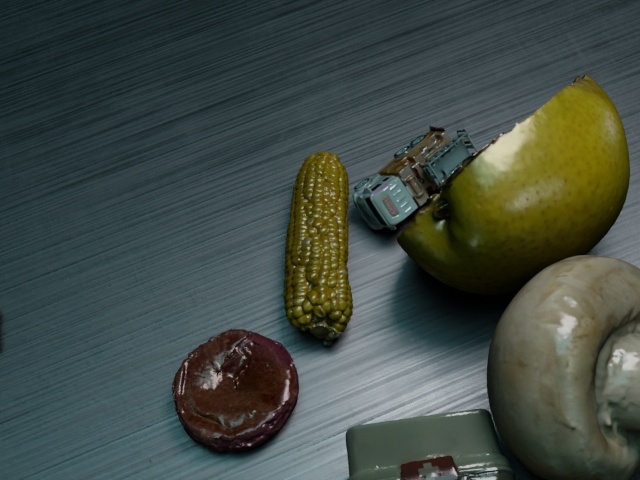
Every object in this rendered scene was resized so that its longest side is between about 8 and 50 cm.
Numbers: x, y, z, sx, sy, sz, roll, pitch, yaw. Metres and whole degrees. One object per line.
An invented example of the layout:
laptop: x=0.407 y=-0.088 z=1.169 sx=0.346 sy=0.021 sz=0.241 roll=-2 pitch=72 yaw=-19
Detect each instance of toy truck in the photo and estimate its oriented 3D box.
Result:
toy truck: x=0.142 y=-0.091 z=1.426 sx=0.177 sy=0.115 sz=0.080 roll=-40 pitch=107 yaw=-14

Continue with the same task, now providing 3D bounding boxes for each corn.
corn: x=-0.005 y=0.000 z=1.410 sx=0.101 sy=0.102 sz=0.313 roll=-4 pitch=55 yaw=3

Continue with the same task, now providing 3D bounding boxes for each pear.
pear: x=0.290 y=-0.050 z=1.303 sx=0.191 sy=0.340 sz=0.386 roll=50 pitch=46 yaw=6

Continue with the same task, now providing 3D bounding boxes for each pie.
pie: x=-0.117 y=0.206 z=1.322 sx=0.182 sy=0.050 sz=0.182 roll=-4 pitch=54 yaw=6

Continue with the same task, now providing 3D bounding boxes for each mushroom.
mushroom: x=0.357 y=0.161 z=1.142 sx=0.290 sy=0.297 sz=0.298 roll=0 pitch=52 yaw=46

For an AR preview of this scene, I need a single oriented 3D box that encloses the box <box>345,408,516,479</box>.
box: x=0.133 y=0.301 z=1.188 sx=0.210 sy=0.148 sz=0.129 roll=-8 pitch=47 yaw=1
